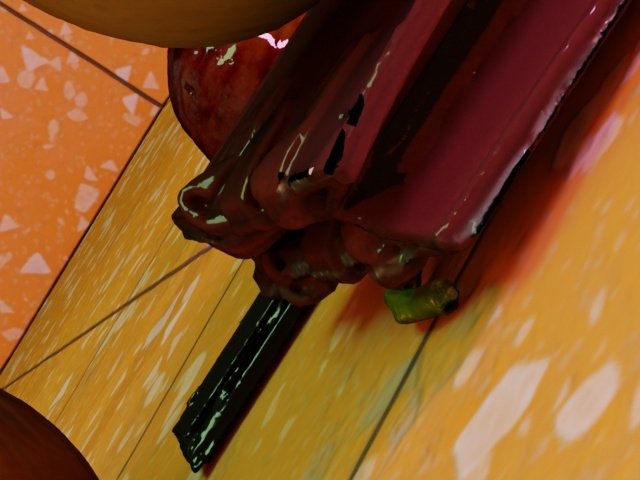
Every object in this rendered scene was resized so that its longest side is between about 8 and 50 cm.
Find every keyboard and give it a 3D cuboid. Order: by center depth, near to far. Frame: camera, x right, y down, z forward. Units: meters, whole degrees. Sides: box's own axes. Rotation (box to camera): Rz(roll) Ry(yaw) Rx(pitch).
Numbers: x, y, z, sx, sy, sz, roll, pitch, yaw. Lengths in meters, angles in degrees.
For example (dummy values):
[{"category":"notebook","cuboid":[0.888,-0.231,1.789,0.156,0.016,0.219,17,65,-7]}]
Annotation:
[{"category":"keyboard","cuboid":[0.000,0.000,0.933,0.250,0.017,0.087,-58,11,0]}]

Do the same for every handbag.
[{"category":"handbag","cuboid":[0.059,-0.102,0.743,0.275,0.084,0.260,-56,11,-11]}]

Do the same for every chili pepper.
[{"category":"chili pepper","cuboid":[0.037,0.018,0.695,0.030,0.017,0.083,-49,11,-2]}]

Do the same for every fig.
[{"category":"fig","cuboid":[-0.031,-0.085,1.067,0.150,0.128,0.128,-54,9,53]}]

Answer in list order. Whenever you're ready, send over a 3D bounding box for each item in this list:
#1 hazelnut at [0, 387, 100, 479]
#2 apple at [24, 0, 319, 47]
[{"category":"hazelnut","cuboid":[-0.182,0.145,0.859,0.186,0.210,0.210,14,66,38]},{"category":"apple","cuboid":[-0.067,-0.207,0.692,0.233,0.257,0.295,-58,11,-22]}]
